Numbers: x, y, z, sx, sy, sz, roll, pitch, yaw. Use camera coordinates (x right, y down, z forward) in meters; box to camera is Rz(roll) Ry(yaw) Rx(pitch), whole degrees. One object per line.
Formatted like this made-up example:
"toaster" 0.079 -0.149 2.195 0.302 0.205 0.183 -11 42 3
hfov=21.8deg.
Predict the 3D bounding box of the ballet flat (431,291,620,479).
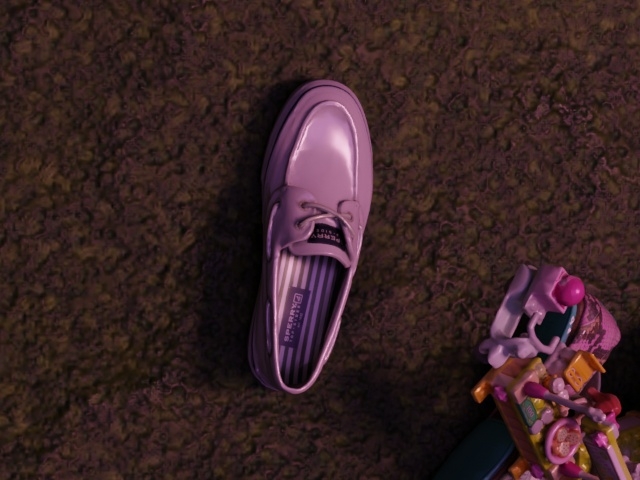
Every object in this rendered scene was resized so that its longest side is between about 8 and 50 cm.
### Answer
"ballet flat" 0.158 0.143 1.242 0.079 0.077 0.221 34 84 -22

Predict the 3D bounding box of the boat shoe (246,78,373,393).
"boat shoe" 0.000 0.000 1.177 0.083 0.076 0.226 4 96 -16

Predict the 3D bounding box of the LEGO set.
"LEGO set" 0.216 0.135 1.176 0.287 0.107 0.132 36 79 -41
